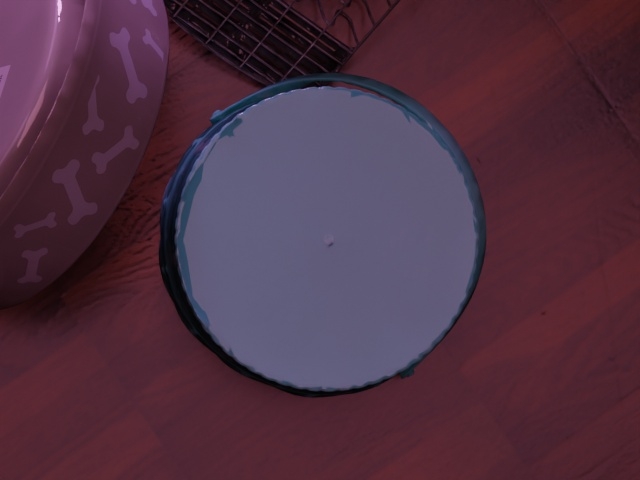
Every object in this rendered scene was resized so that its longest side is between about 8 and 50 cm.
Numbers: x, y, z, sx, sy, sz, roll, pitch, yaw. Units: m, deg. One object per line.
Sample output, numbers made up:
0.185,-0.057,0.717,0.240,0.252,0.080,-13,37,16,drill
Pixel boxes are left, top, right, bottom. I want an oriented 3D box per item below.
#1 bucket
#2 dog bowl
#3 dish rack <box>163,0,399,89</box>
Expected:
0.000,0.000,1.398,0.281,0.183,0.281,0,89,-5,bucket
-0.252,-0.103,1.337,0.102,0.348,0.349,26,82,-37,dog bowl
-0.004,-0.263,1.445,0.208,0.074,0.271,34,113,-18,dish rack
